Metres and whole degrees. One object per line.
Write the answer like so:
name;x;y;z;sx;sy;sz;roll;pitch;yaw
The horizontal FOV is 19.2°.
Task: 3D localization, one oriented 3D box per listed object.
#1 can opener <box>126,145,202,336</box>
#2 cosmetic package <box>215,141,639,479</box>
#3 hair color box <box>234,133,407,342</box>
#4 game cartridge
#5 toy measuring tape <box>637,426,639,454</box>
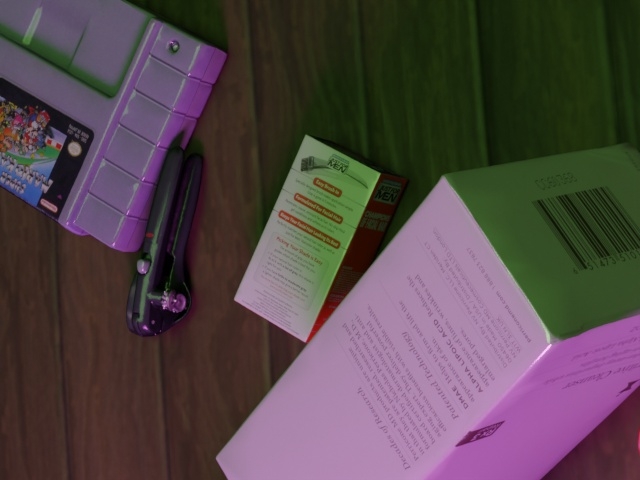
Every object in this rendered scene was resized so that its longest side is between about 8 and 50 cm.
can opener;-0.149;0.002;1.795;0.073;0.059;0.186;12;90;33
cosmetic package;0.108;0.108;1.460;0.156;0.217;0.385;57;137;23
hair color box;0.000;0.000;1.706;0.093;0.053;0.167;29;101;33
game cartridge;-0.276;-0.158;1.897;0.355;0.068;0.230;30;96;31
toy measuring tape;0.304;0.213;1.477;0.121;0.121;0.330;19;118;32
